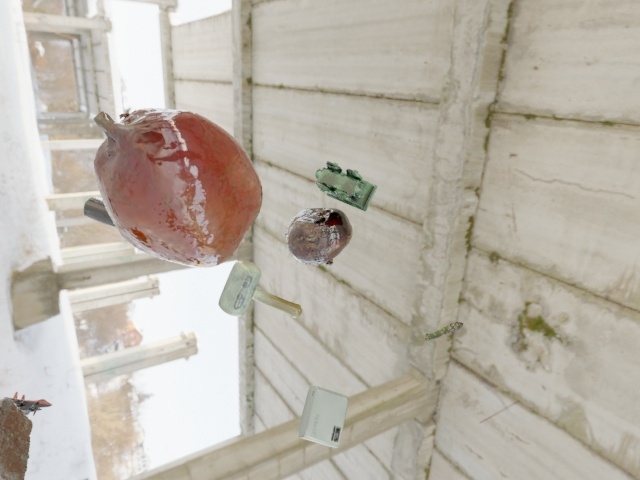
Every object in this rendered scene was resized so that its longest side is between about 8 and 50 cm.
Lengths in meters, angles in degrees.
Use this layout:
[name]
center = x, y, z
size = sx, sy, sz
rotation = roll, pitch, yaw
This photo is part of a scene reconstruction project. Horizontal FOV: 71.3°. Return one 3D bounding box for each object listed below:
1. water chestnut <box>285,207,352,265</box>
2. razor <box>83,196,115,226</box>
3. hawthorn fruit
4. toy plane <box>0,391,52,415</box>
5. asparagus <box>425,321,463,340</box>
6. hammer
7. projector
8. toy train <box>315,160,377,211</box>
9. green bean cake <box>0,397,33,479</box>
[water chestnut]
center = 0.000, 0.000, 2.173
size = 0.350, 0.350, 0.302
rotation = 29, -42, 53
[razor]
center = -0.741, -0.092, 1.754
size = 0.189, 0.327, 0.107
rotation = 15, 86, -83
[hawthorn fruit]
center = -0.246, -0.097, 0.802
size = 0.311, 0.295, 0.295
rotation = 117, -44, -67
[toy plane]
center = -0.968, 0.550, 1.484
size = 0.189, 0.061, 0.130
rotation = 2, -36, 24
[asparagus]
center = 0.446, 0.324, 1.601
size = 0.030, 0.165, 0.036
rotation = 37, -41, 58
[hammer]
center = -0.203, 0.208, 1.632
size = 0.202, 0.305, 0.113
rotation = -66, -164, 4
[projector]
center = 0.015, 0.878, 2.229
size = 0.108, 0.198, 0.250
rotation = -39, -147, 59
[toy train]
center = 0.106, -0.253, 2.027
size = 0.266, 0.202, 0.145
rotation = 26, -90, 31
[green bean cake]
center = -0.831, 0.543, 1.151
size = 0.198, 0.097, 0.233
rotation = 66, -9, -24
